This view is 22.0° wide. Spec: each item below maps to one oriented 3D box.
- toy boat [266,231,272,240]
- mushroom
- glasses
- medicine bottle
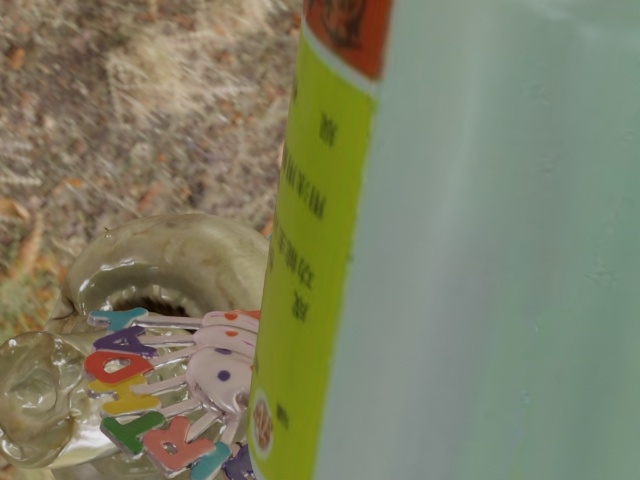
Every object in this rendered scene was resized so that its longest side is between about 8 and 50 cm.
[{"bbox_3d":[0.031,0.003,1.911,0.210,0.291,0.070,10,62,-15],"label":"toy boat"},{"bbox_3d":[-0.150,0.106,1.386,0.290,0.292,0.292,18,102,-57],"label":"mushroom"},{"bbox_3d":[-0.016,0.120,0.775,0.162,0.255,0.095,-10,133,-57],"label":"glasses"},{"bbox_3d":[0.055,0.017,0.404,0.139,0.139,0.225,-7,119,-28],"label":"medicine bottle"}]
